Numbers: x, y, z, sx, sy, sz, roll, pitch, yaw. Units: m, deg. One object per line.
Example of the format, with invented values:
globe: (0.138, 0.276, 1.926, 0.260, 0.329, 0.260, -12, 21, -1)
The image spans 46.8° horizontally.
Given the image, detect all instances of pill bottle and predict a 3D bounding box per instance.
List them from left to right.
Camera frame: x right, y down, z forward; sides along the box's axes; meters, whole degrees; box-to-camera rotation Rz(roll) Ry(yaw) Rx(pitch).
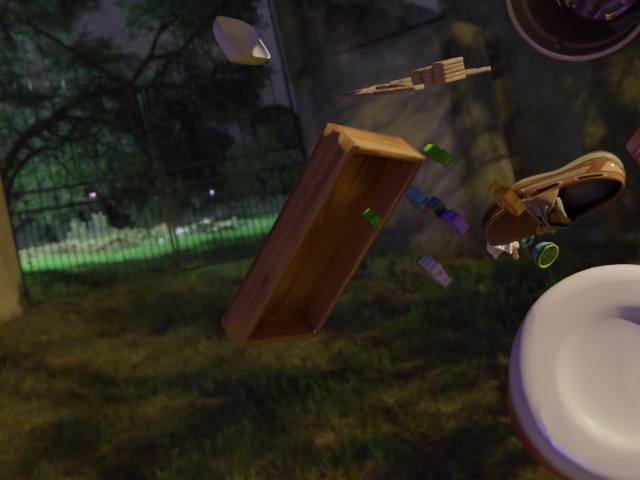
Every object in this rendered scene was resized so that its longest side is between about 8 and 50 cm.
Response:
pill bottle: (0.341, 0.184, 0.887, 0.229, 0.229, 0.408, -12, -19, 10)

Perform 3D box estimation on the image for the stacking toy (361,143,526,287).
stacking toy: (0.178, -0.044, 1.128, 0.167, 0.052, 0.221, -44, 41, -3)

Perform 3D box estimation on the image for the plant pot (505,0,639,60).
plant pot: (0.636, -0.612, 1.732, 0.333, 0.334, 0.305, -11, 14, 34)

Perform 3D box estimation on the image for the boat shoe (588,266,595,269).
boat shoe: (0.497, 0.099, 1.161, 0.080, 0.073, 0.223, 22, 3, -37)

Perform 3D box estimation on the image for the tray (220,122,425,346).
tray: (0.000, 0.000, 1.284, 0.202, 0.411, 0.076, 1, 35, -49)

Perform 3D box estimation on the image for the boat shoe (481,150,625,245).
boat shoe: (0.499, -0.081, 1.593, 0.324, 0.123, 0.120, -31, 21, 22)

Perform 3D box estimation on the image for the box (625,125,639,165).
box: (0.547, -0.172, 1.002, 0.128, 0.123, 0.257, -20, -24, -13)

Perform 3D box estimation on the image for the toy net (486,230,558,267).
toy net: (0.504, 0.004, 1.803, 0.232, 0.122, 0.045, 2, 29, -37)

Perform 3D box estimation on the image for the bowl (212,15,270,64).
bowl: (-0.215, -0.518, 1.947, 0.053, 0.142, 0.142, -42, -19, 33)

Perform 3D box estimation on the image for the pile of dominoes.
pile of dominoes: (0.173, -0.316, 1.416, 0.196, 0.040, 0.251, -22, 18, -32)
